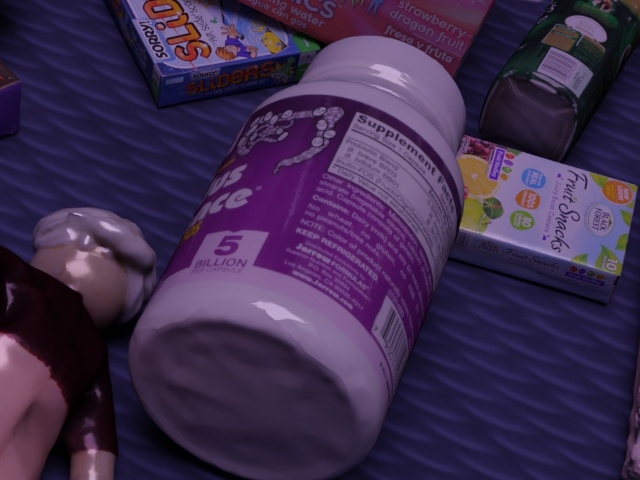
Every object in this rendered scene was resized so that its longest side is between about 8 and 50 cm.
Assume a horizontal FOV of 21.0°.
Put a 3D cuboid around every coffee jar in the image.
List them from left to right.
[{"bbox_3d":[0.198,-0.143,1.371,0.079,0.096,0.184,29,48,10],"label":"coffee jar"}]

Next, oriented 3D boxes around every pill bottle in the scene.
[{"bbox_3d":[0.000,0.000,1.149,0.169,0.169,0.301,19,47,6],"label":"pill bottle"}]

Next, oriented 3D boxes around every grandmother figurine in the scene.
[{"bbox_3d":[-0.193,0.084,1.055,0.104,0.207,0.342,-11,28,26],"label":"grandmother figurine"}]

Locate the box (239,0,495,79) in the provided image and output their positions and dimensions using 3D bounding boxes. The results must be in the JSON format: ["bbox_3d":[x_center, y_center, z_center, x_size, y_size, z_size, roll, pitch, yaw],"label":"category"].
[{"bbox_3d":[0.006,-0.262,1.365,0.300,0.142,0.154,27,40,0],"label":"box"}]

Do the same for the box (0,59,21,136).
[{"bbox_3d":[-0.387,-0.151,1.281,0.201,0.057,0.293,-29,59,-32],"label":"box"}]

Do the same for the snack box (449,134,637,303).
[{"bbox_3d":[0.159,-0.018,1.288,0.141,0.037,0.100,17,48,3],"label":"snack box"}]

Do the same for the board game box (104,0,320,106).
[{"bbox_3d":[-0.102,-0.198,1.398,0.136,0.035,0.201,-13,52,-23],"label":"board game box"}]

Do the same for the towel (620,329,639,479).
[{"bbox_3d":[0.390,0.082,1.231,0.332,0.053,0.317,12,48,3],"label":"towel"}]
